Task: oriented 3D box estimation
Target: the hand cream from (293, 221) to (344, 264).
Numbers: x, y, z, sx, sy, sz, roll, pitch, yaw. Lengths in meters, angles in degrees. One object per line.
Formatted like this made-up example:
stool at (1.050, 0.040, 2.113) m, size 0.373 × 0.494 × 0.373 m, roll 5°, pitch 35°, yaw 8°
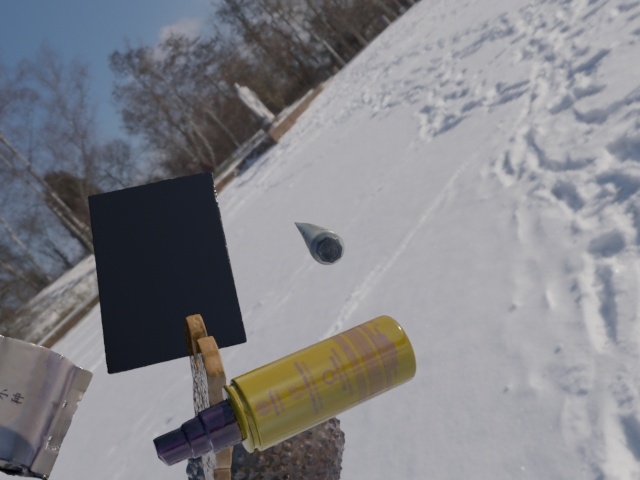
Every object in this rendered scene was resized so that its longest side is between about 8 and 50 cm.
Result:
hand cream at (0.000, 0.000, 1.111) m, size 0.050 × 0.080 × 0.234 m, roll -59°, pitch 8°, yaw 3°

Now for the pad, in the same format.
pad at (-0.235, 0.038, 1.075) m, size 0.202 × 0.300 × 0.005 m, roll -12°, pitch -27°, yaw -8°

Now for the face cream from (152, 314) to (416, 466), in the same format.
face cream at (-0.035, 0.159, 0.728) m, size 0.273 × 0.078 × 0.078 m, roll -21°, pitch -2°, yaw -21°

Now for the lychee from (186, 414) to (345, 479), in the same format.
lychee at (-0.099, 0.389, 1.260) m, size 0.300 × 0.300 × 0.300 m, roll -43°, pitch 6°, yaw 6°

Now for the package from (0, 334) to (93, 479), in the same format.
package at (-0.524, 0.258, 1.164) m, size 0.062 × 0.251 × 0.204 m, roll -41°, pitch 28°, yaw 47°

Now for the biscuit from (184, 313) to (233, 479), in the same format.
biscuit at (-0.141, 0.219, 0.922) m, size 0.040 × 0.236 × 0.144 m, roll -10°, pitch 20°, yaw -14°
